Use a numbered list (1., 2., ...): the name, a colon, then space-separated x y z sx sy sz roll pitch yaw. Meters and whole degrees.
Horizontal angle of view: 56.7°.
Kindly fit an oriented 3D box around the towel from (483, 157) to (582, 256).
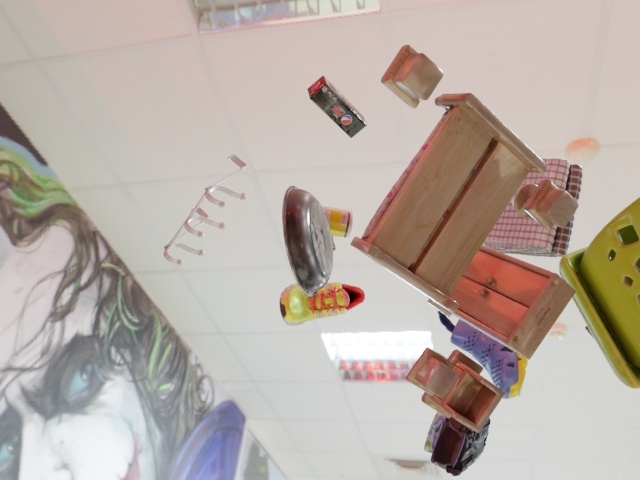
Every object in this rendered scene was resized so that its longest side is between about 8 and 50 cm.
1. towel: 0.524 -0.078 1.525 0.121 0.235 0.284 15 -5 -25

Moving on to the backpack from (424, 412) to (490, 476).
1. backpack: 0.242 0.339 1.040 0.084 0.105 0.114 25 18 39

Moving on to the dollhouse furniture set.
1. dollhouse furniture set: 0.110 0.006 0.713 0.355 0.303 0.174 35 -2 -26

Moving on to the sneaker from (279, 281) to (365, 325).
1. sneaker: 0.007 0.115 1.169 0.094 0.081 0.208 -12 -2 42

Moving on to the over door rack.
1. over door rack: -0.301 -0.084 1.664 0.108 0.324 0.239 36 -67 -12

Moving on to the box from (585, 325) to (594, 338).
1. box: 0.674 0.169 1.245 0.077 0.147 0.180 49 -7 0

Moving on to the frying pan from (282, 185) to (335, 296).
1. frying pan: 0.000 0.026 1.095 0.053 0.197 0.326 -10 -28 16

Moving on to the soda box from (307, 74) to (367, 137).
1. soda box: 0.044 -0.342 1.524 0.060 0.053 0.169 -36 -53 21

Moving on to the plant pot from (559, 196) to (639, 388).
1. plant pot: 0.472 0.057 0.783 0.228 0.227 0.207 -12 -21 -33

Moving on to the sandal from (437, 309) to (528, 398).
1. sandal: 0.339 0.212 1.261 0.138 0.317 0.126 0 -62 -4

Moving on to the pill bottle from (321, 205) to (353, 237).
1. pill bottle: 0.012 -0.045 1.336 0.116 0.065 0.065 10 -39 -5
